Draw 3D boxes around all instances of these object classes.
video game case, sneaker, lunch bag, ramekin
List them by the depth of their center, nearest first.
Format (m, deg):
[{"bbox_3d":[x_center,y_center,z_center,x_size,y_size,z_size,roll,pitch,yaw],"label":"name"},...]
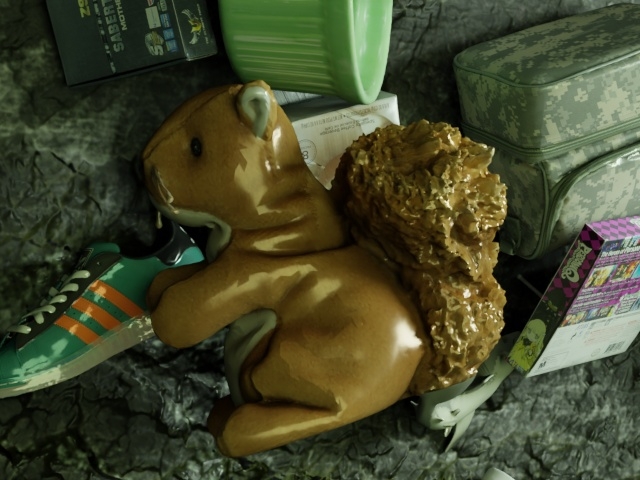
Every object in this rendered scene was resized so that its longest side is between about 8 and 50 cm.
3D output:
[{"bbox_3d":[-0.013,-0.302,1.778,0.148,0.303,0.303,2,90,11],"label":"ramekin"},{"bbox_3d":[-0.262,0.072,1.785,0.302,0.108,0.121,-27,101,-29],"label":"sneaker"},{"bbox_3d":[0.349,0.062,1.977,0.232,0.042,0.210,-8,133,-47],"label":"video game case"},{"bbox_3d":[0.339,-0.132,1.994,0.305,0.212,0.256,-20,116,-21],"label":"lunch bag"}]

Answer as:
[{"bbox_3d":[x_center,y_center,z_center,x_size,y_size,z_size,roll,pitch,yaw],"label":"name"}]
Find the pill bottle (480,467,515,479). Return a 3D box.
[{"bbox_3d":[0.195,0.353,1.999,0.078,0.078,0.137,44,74,-18],"label":"pill bottle"}]

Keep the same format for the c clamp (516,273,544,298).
[{"bbox_3d":[0.347,0.037,2.091,0.160,0.022,0.137,-48,108,-15],"label":"c clamp"}]

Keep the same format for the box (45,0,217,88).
[{"bbox_3d":[-0.221,-0.293,1.750,0.059,0.183,0.232,-21,101,-51],"label":"box"}]

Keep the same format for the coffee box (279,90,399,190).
[{"bbox_3d":[0.026,-0.041,1.884,0.141,0.098,0.246,-16,108,-21],"label":"coffee box"}]

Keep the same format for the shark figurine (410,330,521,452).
[{"bbox_3d":[0.132,0.174,1.943,0.116,0.278,0.166,38,108,18],"label":"shark figurine"}]

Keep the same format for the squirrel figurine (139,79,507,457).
[{"bbox_3d":[0.000,0.000,1.703,0.397,0.281,0.370,-17,88,1],"label":"squirrel figurine"}]

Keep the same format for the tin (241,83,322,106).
[{"bbox_3d":[-0.017,-0.165,1.922,0.190,0.040,0.106,-30,107,-20],"label":"tin"}]
